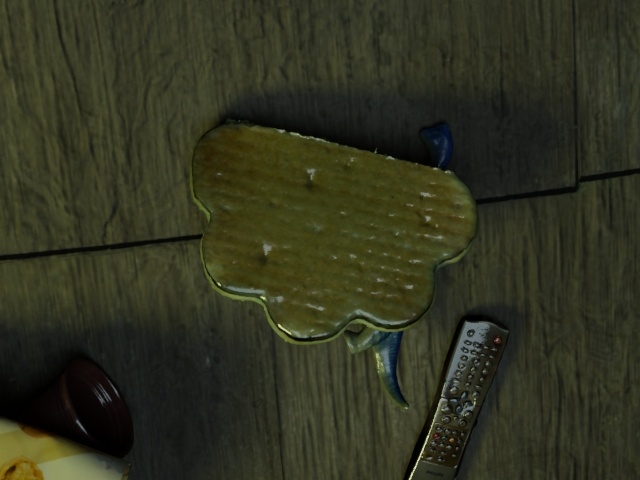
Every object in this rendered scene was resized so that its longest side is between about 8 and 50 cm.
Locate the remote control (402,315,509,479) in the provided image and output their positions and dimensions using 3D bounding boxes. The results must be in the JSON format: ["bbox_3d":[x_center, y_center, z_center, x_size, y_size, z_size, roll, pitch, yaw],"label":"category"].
[{"bbox_3d":[0.143,0.178,1.702,0.059,0.028,0.212,16,106,-11],"label":"remote control"}]

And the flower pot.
[{"bbox_3d":[-0.254,0.185,1.602,0.089,0.111,0.111,-29,113,18],"label":"flower pot"}]

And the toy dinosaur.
[{"bbox_3d":[0.090,0.030,1.605,0.188,0.075,0.247,-24,90,3],"label":"toy dinosaur"}]

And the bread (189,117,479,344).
[{"bbox_3d":[0.000,0.000,1.544,0.287,0.056,0.207,17,81,0],"label":"bread"}]

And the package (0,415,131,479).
[{"bbox_3d":[-0.357,0.271,1.567,0.311,0.165,0.221,16,81,2],"label":"package"}]
